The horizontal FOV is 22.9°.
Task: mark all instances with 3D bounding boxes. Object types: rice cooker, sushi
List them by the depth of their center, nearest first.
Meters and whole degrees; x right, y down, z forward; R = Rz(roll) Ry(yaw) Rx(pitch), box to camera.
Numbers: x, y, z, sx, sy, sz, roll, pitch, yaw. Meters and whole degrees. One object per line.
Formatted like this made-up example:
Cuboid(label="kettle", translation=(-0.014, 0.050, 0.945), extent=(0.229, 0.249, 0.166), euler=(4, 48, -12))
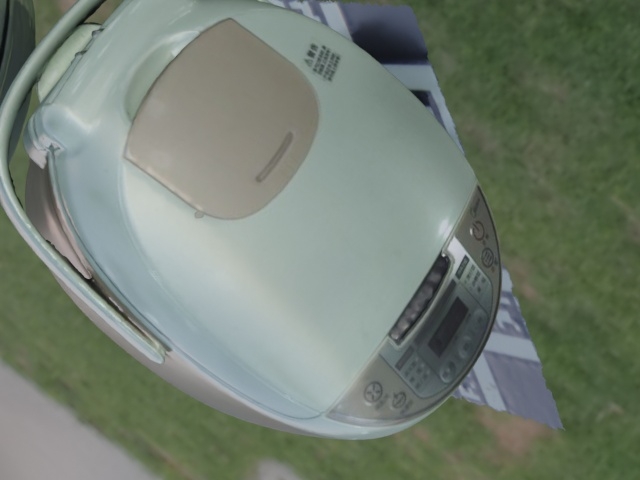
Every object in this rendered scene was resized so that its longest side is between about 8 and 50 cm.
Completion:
Cuboid(label="rice cooker", translation=(-0.028, -0.008, 0.619), extent=(0.206, 0.145, 0.127), euler=(38, 157, -8))
Cuboid(label="sushi", translation=(0.000, 0.000, 1.228), extent=(0.296, 0.100, 0.373), euler=(13, 132, 51))

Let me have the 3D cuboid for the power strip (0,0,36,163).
Cuboid(label="power strip", translation=(-0.322, -0.114, 0.848), extent=(0.357, 0.357, 0.161), euler=(36, 169, 10))
